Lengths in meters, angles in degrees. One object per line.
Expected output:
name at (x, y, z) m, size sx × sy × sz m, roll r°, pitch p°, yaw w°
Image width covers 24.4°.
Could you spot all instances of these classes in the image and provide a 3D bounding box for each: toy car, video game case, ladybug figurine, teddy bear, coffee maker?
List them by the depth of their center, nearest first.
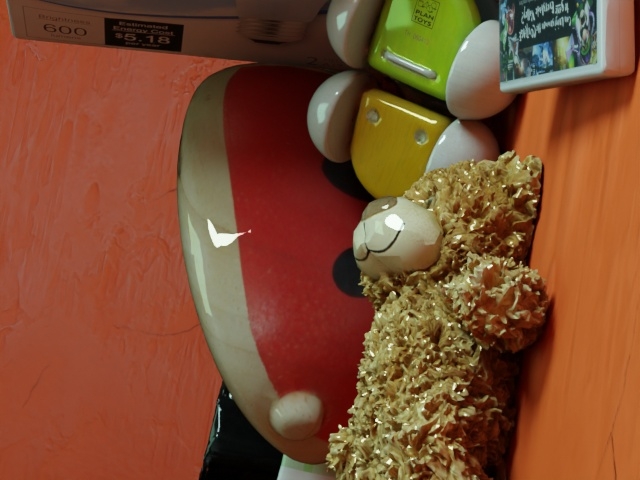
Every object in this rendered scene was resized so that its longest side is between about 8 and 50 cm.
video game case at (0.137, -0.175, 0.849) m, size 0.190 × 0.022 × 0.173 m, roll -164°, pitch 73°, yaw -80°
teddy bear at (0.064, 0.096, 0.933) m, size 0.245 × 0.113 × 0.338 m, roll 127°, pitch 153°, yaw -78°
toy car at (0.088, -0.120, 1.142) m, size 0.136 × 0.159 × 0.182 m, roll -23°, pitch -47°, yaw -49°
ladybug figurine at (0.000, 0.000, 1.318) m, size 0.305 × 0.162 × 0.449 m, roll 53°, pitch -158°, yaw -37°
coffee maker at (-0.022, 0.213, 1.415) m, size 0.120 × 0.178 × 0.171 m, roll 106°, pitch 177°, yaw -82°

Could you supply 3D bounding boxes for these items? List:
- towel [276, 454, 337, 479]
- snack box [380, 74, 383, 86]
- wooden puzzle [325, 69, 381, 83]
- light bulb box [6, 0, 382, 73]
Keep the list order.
towel at (0.008, 0.259, 1.335) m, size 0.023 × 0.113 × 0.152 m, roll 76°, pitch -155°, yaw -84°
snack box at (0.110, -0.237, 1.500) m, size 0.207 × 0.070 × 0.174 m, roll 106°, pitch 174°, yaw -55°
wooden puzzle at (0.035, -0.196, 1.636) m, size 0.322 × 0.080 × 0.348 m, roll -77°, pitch -19°, yaw -48°
light bulb box at (-0.076, -0.316, 1.195) m, size 0.361 × 0.358 × 0.225 m, roll 114°, pitch 160°, yaw -73°
